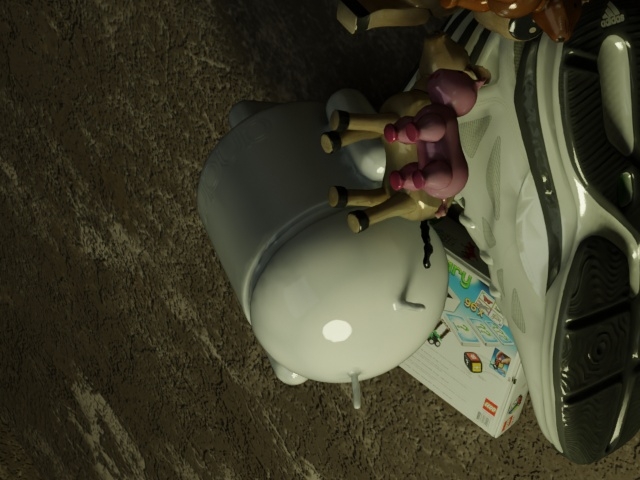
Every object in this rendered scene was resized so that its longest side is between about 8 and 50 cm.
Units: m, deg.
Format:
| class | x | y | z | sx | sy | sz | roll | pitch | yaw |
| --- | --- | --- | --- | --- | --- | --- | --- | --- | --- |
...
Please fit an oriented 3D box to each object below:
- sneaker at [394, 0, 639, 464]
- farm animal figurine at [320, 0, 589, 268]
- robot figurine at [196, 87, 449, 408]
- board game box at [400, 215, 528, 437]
| class | x | y | z | sx | sy | sz | roll | pitch | yaw |
| --- | --- | --- | --- | --- | --- | --- | --- | --- | --- |
| sneaker | 0.199 | -0.022 | 1.315 | 0.257 | 0.169 | 0.447 | 19 | 120 | 51 |
| farm animal figurine | 0.096 | -0.196 | 1.133 | 0.327 | 0.172 | 0.330 | 63 | 147 | 24 |
| robot figurine | 0.000 | 0.000 | 1.358 | 0.353 | 0.199 | 0.300 | 60 | 141 | 45 |
| board game box | 0.111 | 0.057 | 1.518 | 0.305 | 0.053 | 0.193 | 37 | 136 | 27 |
